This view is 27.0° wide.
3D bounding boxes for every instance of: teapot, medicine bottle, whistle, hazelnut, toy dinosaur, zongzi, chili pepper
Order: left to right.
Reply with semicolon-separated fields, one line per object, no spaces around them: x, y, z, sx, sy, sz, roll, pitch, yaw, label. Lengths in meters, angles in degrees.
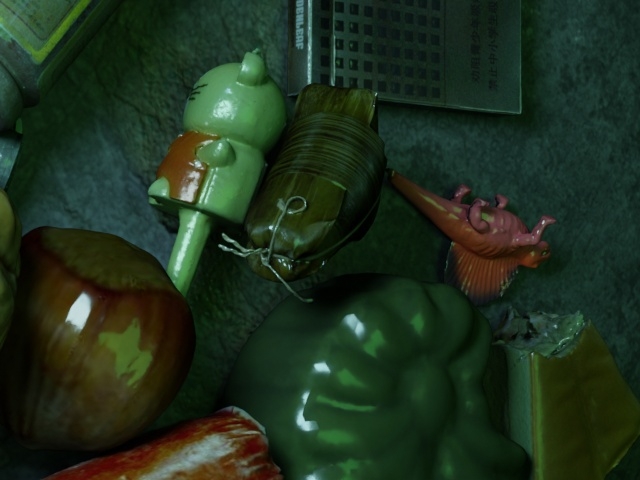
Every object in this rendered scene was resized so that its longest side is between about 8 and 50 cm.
-0.311;-0.086;1.254;0.057;0.066;0.088;20;55;-17;teapot
-0.250;-0.262;1.238;0.151;0.151;0.322;46;65;-26;medicine bottle
-0.219;0.094;1.252;0.210;0.210;0.186;70;25;-13;hazelnut
-0.184;0.305;1.222;0.305;0.251;0.229;-19;68;-39;chili pepper
-0.111;-0.066;1.360;0.106;0.131;0.288;21;79;-3;whistle
0.000;0.000;1.374;0.241;0.111;0.247;79;27;-46;zongzi
0.166;0.006;1.604;0.286;0.070;0.139;14;103;-33;toy dinosaur

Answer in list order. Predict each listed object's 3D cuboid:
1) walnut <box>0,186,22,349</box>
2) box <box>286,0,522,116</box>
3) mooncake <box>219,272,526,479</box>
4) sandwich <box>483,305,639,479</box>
-0.379;0.026;1.104;0.257;0.257;0.224;26;50;-33;walnut
0.105;-0.245;1.557;0.325;0.047;0.180;2;88;-35;box
0.061;0.211;1.438;0.351;0.187;0.351;-2;93;-36;mooncake
0.237;0.208;1.582;0.227;0.155;0.198;-43;111;-28;sandwich
